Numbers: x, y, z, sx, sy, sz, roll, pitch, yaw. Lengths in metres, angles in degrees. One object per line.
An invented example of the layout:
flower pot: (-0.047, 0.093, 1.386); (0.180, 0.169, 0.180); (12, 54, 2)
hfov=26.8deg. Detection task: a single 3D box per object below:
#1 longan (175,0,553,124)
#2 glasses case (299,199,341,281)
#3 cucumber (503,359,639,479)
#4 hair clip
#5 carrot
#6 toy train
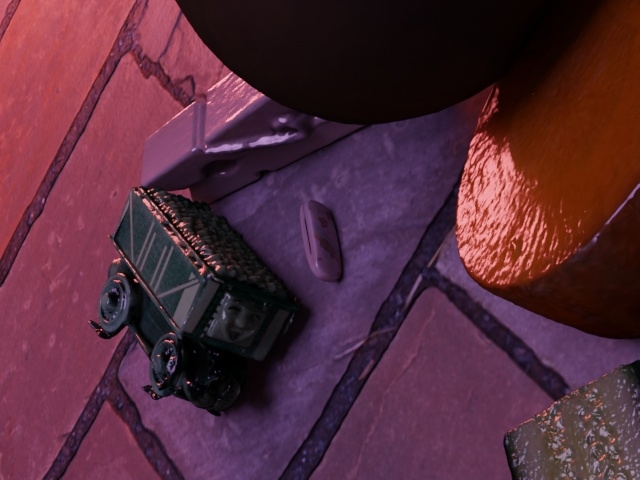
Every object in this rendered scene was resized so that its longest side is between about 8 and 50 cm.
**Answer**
longan: (0.034, -0.262, 0.979); (0.361, 0.361, 0.360); (-24, 57, 43)
glasses case: (0.000, 0.000, 1.212); (0.021, 0.032, 0.083); (-38, 47, 36)
cucumber: (0.190, 0.153, 0.891); (0.116, 0.062, 0.115); (-36, 51, 27)
hair clip: (-0.046, -0.124, 1.277); (0.331, 0.101, 0.085); (-25, 59, 45)
carrot: (0.213, -0.086, 0.938); (0.258, 0.100, 0.307); (-11, 55, 56)
toy train: (-0.127, 0.059, 1.283); (0.154, 0.115, 0.269); (-61, 33, 10)
